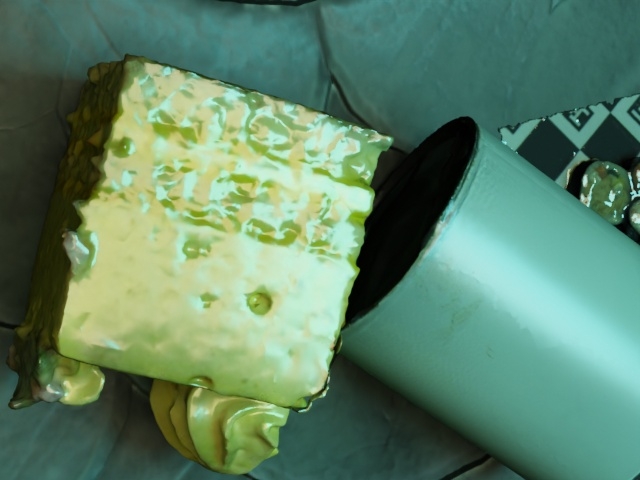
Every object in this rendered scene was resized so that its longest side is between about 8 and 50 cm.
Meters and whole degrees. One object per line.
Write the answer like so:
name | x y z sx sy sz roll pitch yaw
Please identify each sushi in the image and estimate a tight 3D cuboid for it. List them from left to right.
sushi | 0.296 -0.022 1.403 0.231 0.047 0.220 -15 95 -17

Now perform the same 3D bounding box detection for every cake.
cake | -0.103 0.027 1.182 0.227 0.222 0.286 16 86 -16

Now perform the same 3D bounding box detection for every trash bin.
trash bin | 0.158 0.060 1.266 0.262 0.217 0.277 36 120 -13
